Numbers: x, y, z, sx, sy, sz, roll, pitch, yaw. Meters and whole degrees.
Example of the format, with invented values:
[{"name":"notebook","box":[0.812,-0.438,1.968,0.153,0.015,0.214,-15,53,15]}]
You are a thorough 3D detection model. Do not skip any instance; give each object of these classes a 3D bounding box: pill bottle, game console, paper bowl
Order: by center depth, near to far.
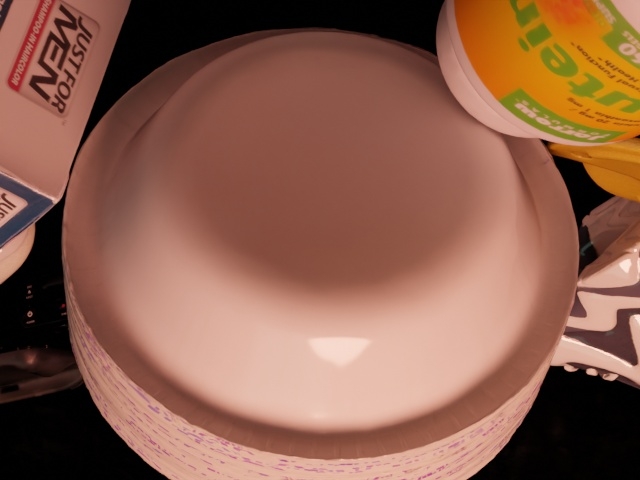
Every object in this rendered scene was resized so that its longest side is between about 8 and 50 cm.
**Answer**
[{"name":"pill bottle","box":[0.139,-0.119,0.766,0.136,0.136,0.246,21,168,-11]},{"name":"paper bowl","box":[0.000,0.000,0.912,0.284,0.284,0.148,13,148,2]},{"name":"game console","box":[-0.209,0.084,1.249,0.361,0.044,0.213,-14,157,20]}]

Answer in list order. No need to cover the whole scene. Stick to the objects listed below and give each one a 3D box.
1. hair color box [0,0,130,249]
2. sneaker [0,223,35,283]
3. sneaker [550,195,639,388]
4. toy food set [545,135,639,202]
[{"name":"hair color box","box":[-0.287,-0.149,0.899,0.347,0.174,0.105,29,146,-22]},{"name":"sneaker","box":[-0.288,0.023,1.253,0.118,0.110,0.292,20,153,-36]},{"name":"sneaker","box":[0.188,0.067,1.119,0.153,0.094,0.235,38,132,-19]},{"name":"toy food set","box":[0.243,-0.052,0.953,0.218,0.071,0.128,17,172,0]}]
